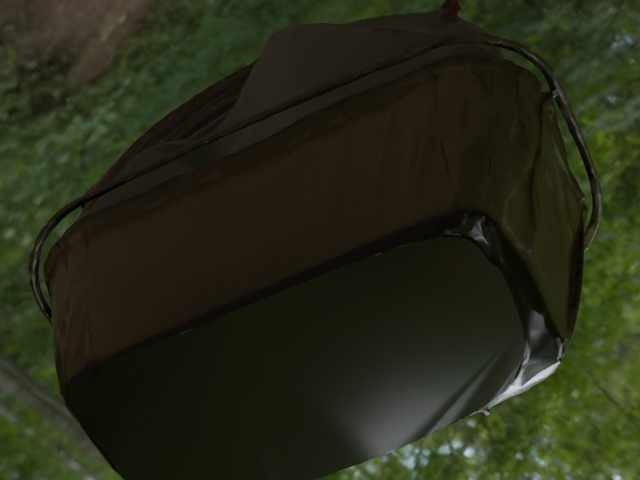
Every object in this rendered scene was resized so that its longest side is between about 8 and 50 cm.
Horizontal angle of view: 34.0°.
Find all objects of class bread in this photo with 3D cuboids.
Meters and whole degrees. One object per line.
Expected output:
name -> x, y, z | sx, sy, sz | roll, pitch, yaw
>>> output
bread -> 0.000, 0.000, 0.431 | 0.224, 0.142, 0.212 | -23, -153, 14
